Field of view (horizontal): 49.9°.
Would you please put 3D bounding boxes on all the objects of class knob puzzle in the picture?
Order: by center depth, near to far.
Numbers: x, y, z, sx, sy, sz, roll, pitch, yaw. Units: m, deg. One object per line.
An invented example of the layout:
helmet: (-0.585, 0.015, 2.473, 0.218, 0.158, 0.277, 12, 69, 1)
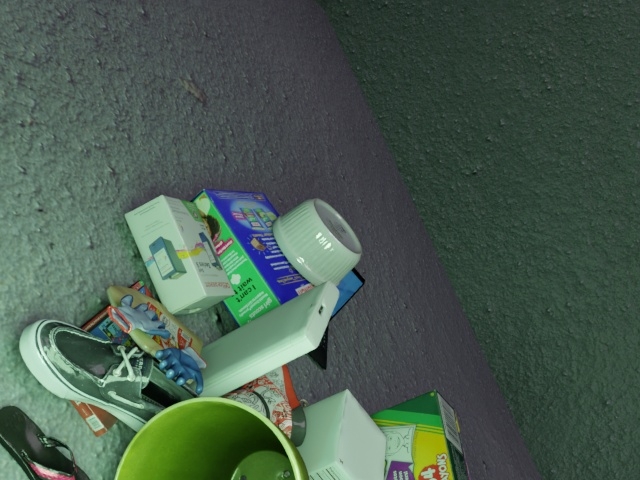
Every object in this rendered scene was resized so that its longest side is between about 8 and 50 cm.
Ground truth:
knob puzzle: (-0.285, 0.149, 1.150, 0.213, 0.030, 0.213, 44, 7, -7)

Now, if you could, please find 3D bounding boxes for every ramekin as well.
ramekin: (0.000, 0.000, 1.554, 0.207, 0.109, 0.207, 43, 18, -18)

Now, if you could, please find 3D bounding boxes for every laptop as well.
laptop: (-0.001, 0.142, 1.741, 0.234, 0.137, 0.264, 49, 25, -27)

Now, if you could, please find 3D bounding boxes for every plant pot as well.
plant pot: (-0.122, 0.391, 1.055, 0.293, 0.275, 0.274, 51, 18, -68)

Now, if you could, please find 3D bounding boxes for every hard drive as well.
hard drive: (-0.118, 0.188, 1.197, 0.040, 0.308, 0.203, 56, 22, -12)

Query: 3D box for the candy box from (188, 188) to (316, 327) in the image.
candy box: (-0.138, 0.045, 1.515, 0.317, 0.122, 0.268, 53, 20, 14)

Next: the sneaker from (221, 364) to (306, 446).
sneaker: (-0.132, 0.294, 1.324, 0.145, 0.090, 0.270, 9, 20, -23)

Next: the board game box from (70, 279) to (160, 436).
board game box: (-0.327, 0.181, 1.130, 0.145, 0.027, 0.281, 58, 22, -10)

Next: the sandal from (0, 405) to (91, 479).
sandal: (-0.359, 0.288, 0.908, 0.179, 0.040, 0.067, 54, 23, -16)

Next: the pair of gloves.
pair of gloves: (-0.244, 0.159, 1.056, 0.198, 0.023, 0.159, 46, 3, 6)

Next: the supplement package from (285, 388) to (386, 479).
supplement package: (-0.001, 0.428, 1.304, 0.149, 0.203, 0.194, 53, 24, -19)

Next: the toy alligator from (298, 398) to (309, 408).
toy alligator: (-0.001, 0.403, 1.547, 0.189, 0.056, 0.051, 47, -16, -28)

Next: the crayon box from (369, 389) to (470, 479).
crayon box: (0.137, 0.517, 1.348, 0.106, 0.313, 0.363, 49, 24, -36)

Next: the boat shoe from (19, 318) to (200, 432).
boat shoe: (-0.291, 0.198, 1.010, 0.301, 0.102, 0.108, 47, 27, -33)

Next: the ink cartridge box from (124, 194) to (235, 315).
ink cartridge box: (-0.267, 0.031, 1.329, 0.212, 0.093, 0.154, 67, 12, 9)
